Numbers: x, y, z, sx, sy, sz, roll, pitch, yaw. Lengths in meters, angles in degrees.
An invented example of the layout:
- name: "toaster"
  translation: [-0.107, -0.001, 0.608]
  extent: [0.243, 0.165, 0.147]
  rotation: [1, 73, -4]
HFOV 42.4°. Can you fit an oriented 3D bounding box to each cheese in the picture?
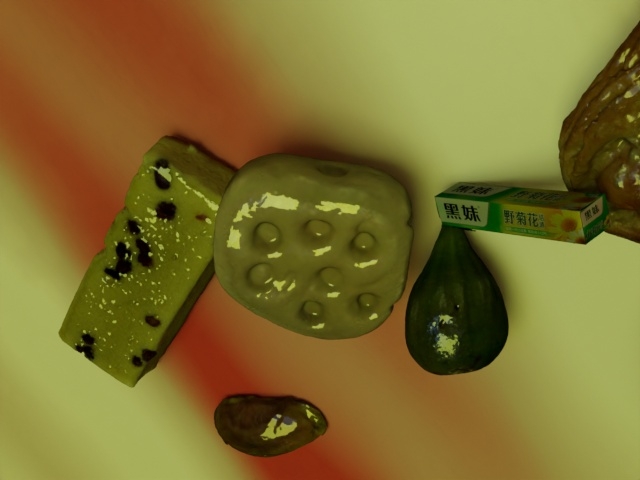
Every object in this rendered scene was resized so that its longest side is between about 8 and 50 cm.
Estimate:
- name: "cheese"
  translation: [0.000, 0.000, 0.882]
  extent: [0.218, 0.117, 0.235]
  rotation: [-23, 125, 19]

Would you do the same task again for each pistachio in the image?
- name: "pistachio"
  translation: [-0.075, 0.259, 1.119]
  extent: [0.173, 0.049, 0.089]
  rotation: [-4, 115, 27]

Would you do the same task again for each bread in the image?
- name: "bread"
  translation: [-0.214, 0.035, 1.045]
  extent: [0.138, 0.077, 0.361]
  rotation: [37, 126, 2]

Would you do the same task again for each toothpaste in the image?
- name: "toothpaste"
  translation: [0.189, -0.028, 0.795]
  extent: [0.178, 0.043, 0.037]
  rotation: [11, 126, 52]

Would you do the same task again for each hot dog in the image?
- name: "hot dog"
  translation: [0.311, -0.097, 0.703]
  extent: [0.175, 0.114, 0.259]
  rotation: [36, 125, 5]

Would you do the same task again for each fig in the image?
- name: "fig"
  translation: [0.146, 0.055, 0.874]
  extent: [0.117, 0.117, 0.177]
  rotation: [6, 97, 22]
